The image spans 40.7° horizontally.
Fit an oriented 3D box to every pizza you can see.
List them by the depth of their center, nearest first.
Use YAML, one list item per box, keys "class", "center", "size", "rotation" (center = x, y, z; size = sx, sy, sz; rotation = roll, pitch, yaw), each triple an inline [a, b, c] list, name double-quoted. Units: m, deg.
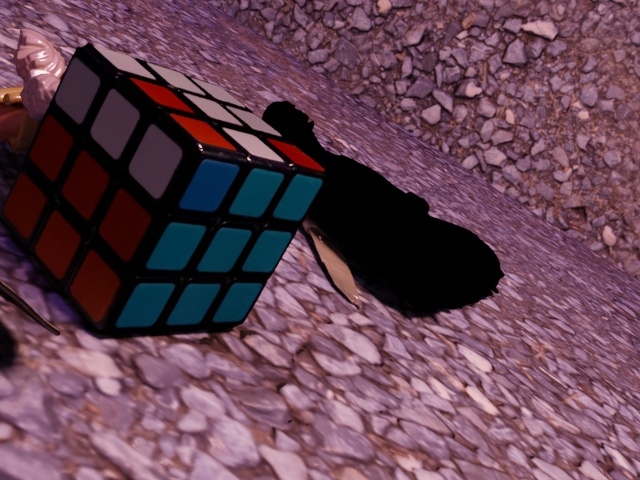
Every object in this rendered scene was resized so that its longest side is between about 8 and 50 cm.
- class: "pizza"
  center: [0.088, -0.028, 1.139]
  size: [0.435, 0.080, 0.392]
  rotation: [33, 15, -6]

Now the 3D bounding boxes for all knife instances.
- class: "knife"
  center: [0.002, -0.002, 1.048]
  size: [0.047, 0.017, 0.298]
  rotation: [30, 15, -28]

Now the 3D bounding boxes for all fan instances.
- class: "fan"
  center: [-0.247, -0.005, 0.540]
  size: [0.220, 0.009, 0.132]
  rotation: [24, -24, 37]

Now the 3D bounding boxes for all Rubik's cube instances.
- class: "Rubik's cube"
  center: [-0.123, -0.036, 0.677]
  size: [0.163, 0.160, 0.162]
  rotation: [41, 20, 31]

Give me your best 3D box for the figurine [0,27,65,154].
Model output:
- class: "figurine"
  center: [-0.227, -0.106, 0.779]
  size: [0.240, 0.115, 0.174]
  rotation: [12, 22, -33]
